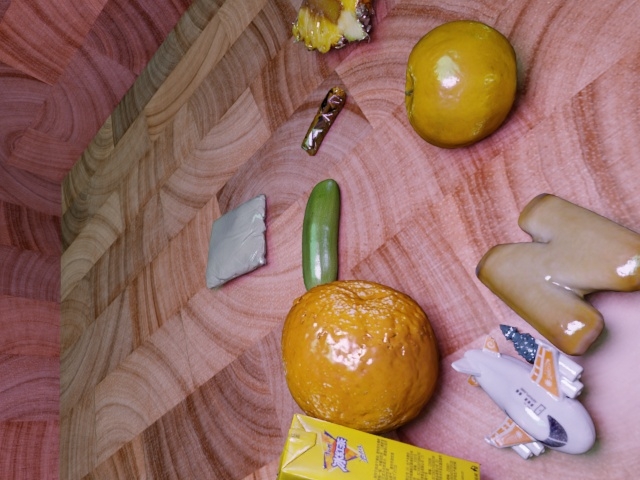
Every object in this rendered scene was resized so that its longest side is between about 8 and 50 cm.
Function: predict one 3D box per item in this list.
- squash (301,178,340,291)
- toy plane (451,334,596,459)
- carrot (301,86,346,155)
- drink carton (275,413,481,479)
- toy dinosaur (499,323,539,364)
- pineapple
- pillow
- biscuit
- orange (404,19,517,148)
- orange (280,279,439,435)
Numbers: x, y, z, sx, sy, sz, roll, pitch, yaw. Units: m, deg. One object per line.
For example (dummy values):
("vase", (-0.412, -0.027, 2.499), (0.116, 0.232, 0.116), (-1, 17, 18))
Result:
("squash", (0.000, 0.000, 1.221), (0.107, 0.107, 0.394), (-10, 69, 38))
("toy plane", (0.358, 0.279, 0.769), (0.245, 0.117, 0.244), (10, 103, 51))
("carrot", (0.008, -0.381, 1.381), (0.069, 0.069, 0.228), (37, 101, 42))
("drink carton", (0.099, 0.440, 0.796), (0.111, 0.351, 0.154), (-73, -2, -45))
("toy dinosaur", (0.409, 0.212, 0.826), (0.049, 0.055, 0.154), (-54, 46, 7))
("pineapple", (0.104, -0.732, 1.388), (0.286, 0.209, 0.344), (48, 135, 13))
("pillow", (-0.284, 0.005, 1.486), (0.274, 0.076, 0.280), (-25, 54, 30))
("biscuit", (0.437, 0.046, 0.803), (0.237, 0.062, 0.290), (-54, 28, 14))
("orange", (0.314, -0.348, 0.977), (0.235, 0.279, 0.279), (-5, 67, 4))
("orange", (0.079, 0.248, 0.918), (0.341, 0.341, 0.293), (23, 116, 43))
